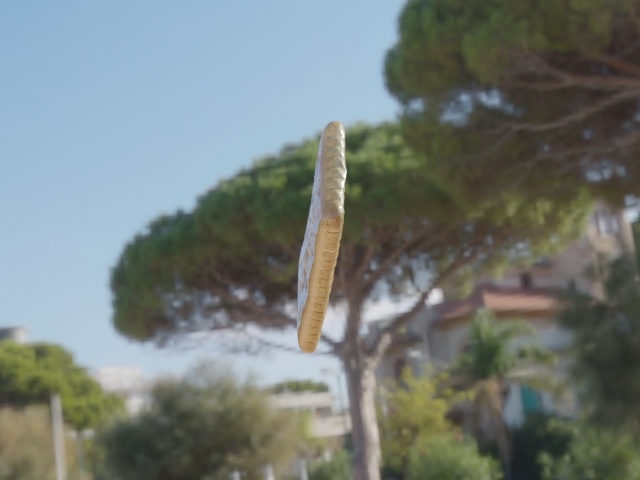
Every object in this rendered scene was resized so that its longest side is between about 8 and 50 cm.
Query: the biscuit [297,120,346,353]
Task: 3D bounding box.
[{"bbox_3d":[-0.001,0.000,1.540,0.030,0.160,0.249,6,-40,-4],"label":"biscuit"}]
